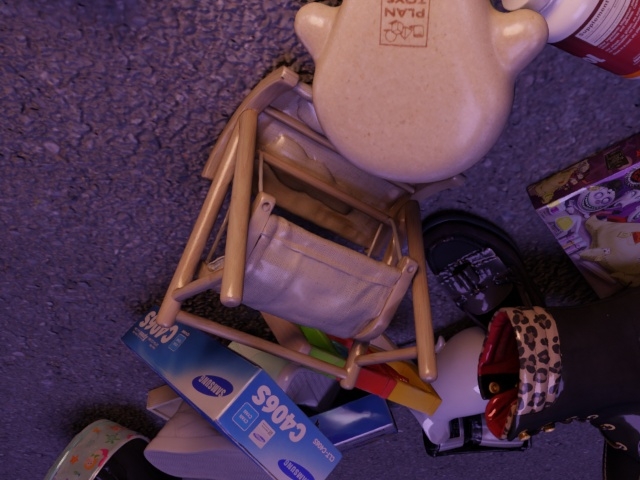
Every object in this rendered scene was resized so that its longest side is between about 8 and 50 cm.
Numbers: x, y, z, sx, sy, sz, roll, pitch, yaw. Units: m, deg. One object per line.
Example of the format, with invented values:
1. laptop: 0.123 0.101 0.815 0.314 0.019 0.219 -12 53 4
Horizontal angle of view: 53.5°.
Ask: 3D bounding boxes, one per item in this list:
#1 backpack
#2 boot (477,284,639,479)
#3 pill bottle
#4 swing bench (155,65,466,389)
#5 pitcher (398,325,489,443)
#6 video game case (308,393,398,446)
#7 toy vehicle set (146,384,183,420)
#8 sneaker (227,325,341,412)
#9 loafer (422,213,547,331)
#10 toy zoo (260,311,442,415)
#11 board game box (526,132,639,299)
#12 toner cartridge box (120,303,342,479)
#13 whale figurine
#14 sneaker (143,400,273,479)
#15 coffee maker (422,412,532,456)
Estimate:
1. backpack: -0.398 0.460 1.180 0.191 0.225 0.253 17 146 24
2. boot: 0.365 0.230 0.876 0.284 0.138 0.377 -4 116 -11
3. pill bottle: 0.240 -0.206 0.560 0.152 0.086 0.086 16 136 -20
4. swing bench: 0.000 0.000 0.680 0.253 0.255 0.165 25 153 -28
5. pitcher: 0.208 0.211 1.026 0.178 0.125 0.207 41 124 1
6. video game case: -0.002 0.346 1.106 0.269 0.061 0.244 -20 158 1
7. toy vehicle set: -0.172 0.326 1.185 0.166 0.035 0.267 -22 136 20
8. sneaker: -0.056 0.206 1.039 0.151 0.094 0.256 23 174 27
9. loafer: 0.242 0.073 0.876 0.109 0.095 0.302 -28 134 27
10. toy zoo: 0.049 0.153 0.891 0.293 0.192 0.030 27 100 -30
11. board game box: 0.440 -0.007 0.838 0.208 0.056 0.347 -31 132 23
12. toner cartridge box: -0.131 0.193 0.817 0.165 0.075 0.348 51 159 -26
13. whale figurine: 0.087 -0.190 0.554 0.216 0.141 0.272 7 118 18
14. sneaker: -0.117 0.275 0.964 0.292 0.169 0.108 -4 127 31
15. coffee maker: 0.282 0.352 1.186 0.178 0.120 0.171 -2 140 -1
